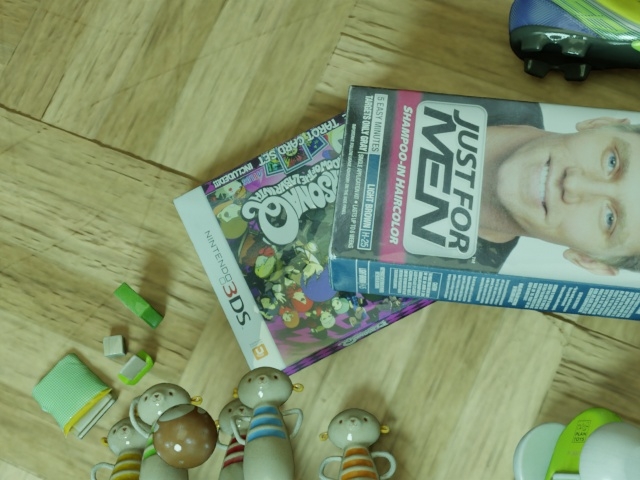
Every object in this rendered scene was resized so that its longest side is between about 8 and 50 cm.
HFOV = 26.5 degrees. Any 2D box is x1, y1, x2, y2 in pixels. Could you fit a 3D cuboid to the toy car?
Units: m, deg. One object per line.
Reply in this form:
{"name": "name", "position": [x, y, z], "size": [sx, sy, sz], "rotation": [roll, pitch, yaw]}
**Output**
{"name": "toy car", "position": [0.244, 0.239, 1.162], "size": [0.136, 0.159, 0.182], "rotation": [19, 74, -20]}

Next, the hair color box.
{"name": "hair color box", "position": [0.188, -0.031, 1.233], "size": [0.347, 0.105, 0.174], "rotation": [6, 71, 3]}

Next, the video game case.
{"name": "video game case", "position": [0.000, 0.000, 1.323], "size": [0.232, 0.042, 0.210], "rotation": [-26, 72, 2]}

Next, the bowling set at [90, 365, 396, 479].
{"name": "bowling set", "position": [-0.082, 0.168, 1.201], "size": [0.287, 0.200, 0.154], "rotation": [-7, 49, 3]}

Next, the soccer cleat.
{"name": "soccer cleat", "position": [0.326, -0.209, 1.299], "size": [0.289, 0.093, 0.121], "rotation": [8, 68, 13]}

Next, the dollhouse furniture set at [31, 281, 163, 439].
{"name": "dollhouse furniture set", "position": [-0.218, 0.117, 1.321], "size": [0.076, 0.058, 0.151], "rotation": [41, 84, 20]}
